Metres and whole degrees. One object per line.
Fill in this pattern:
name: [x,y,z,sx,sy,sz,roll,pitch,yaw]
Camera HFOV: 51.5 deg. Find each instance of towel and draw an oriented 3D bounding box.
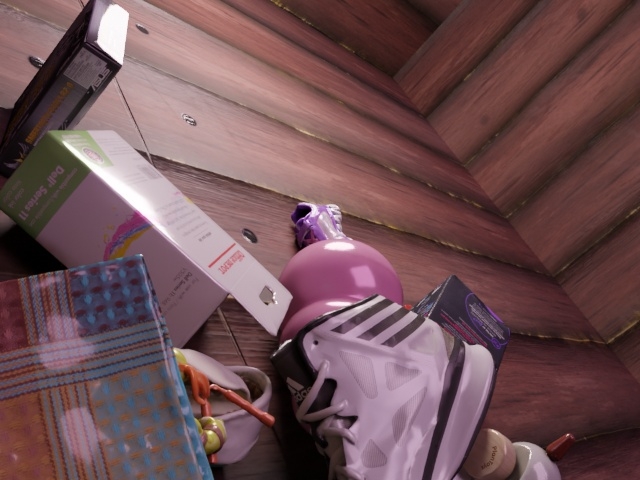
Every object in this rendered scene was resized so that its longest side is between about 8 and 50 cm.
towel: [-0.200,0.205,0.457,0.271,0.040,0.370,-12,76,-30]

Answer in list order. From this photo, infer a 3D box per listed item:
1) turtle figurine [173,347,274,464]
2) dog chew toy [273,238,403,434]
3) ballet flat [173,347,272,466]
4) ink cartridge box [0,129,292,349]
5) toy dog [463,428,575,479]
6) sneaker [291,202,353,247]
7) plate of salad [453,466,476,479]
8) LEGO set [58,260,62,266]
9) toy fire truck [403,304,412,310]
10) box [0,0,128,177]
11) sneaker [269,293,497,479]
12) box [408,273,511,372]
turtle figurine: [-0.159,0.182,0.571,0.087,0.217,0.269,6,-26,49]
dog chew toy: [0.028,0.151,0.990,0.206,0.206,0.332,33,33,-25]
ballet flat: [-0.207,0.156,0.668,0.400,0.139,0.139,18,35,-45]
ink cartridge box: [-0.210,0.017,0.865,0.353,0.119,0.207,42,10,-3]
toy dog: [0.346,0.419,0.977,0.220,0.161,0.334,19,39,-46]
sneaker: [0.000,0.000,1.326,0.104,0.095,0.236,21,27,-30]
plate of salad: [0.268,0.446,1.059,0.200,0.048,0.200,37,27,-23]
LEGO set: [-0.322,0.023,0.853,0.083,0.023,0.054,43,17,32]
toy fire truck: [0.238,0.226,1.377,0.135,0.047,0.192,13,39,-49]
box: [-0.355,-0.211,0.914,0.056,0.231,0.183,32,27,-33]
sneaker: [0.020,0.254,0.753,0.257,0.169,0.447,31,53,-5]
box: [0.217,0.211,1.200,0.165,0.143,0.270,44,34,1]
